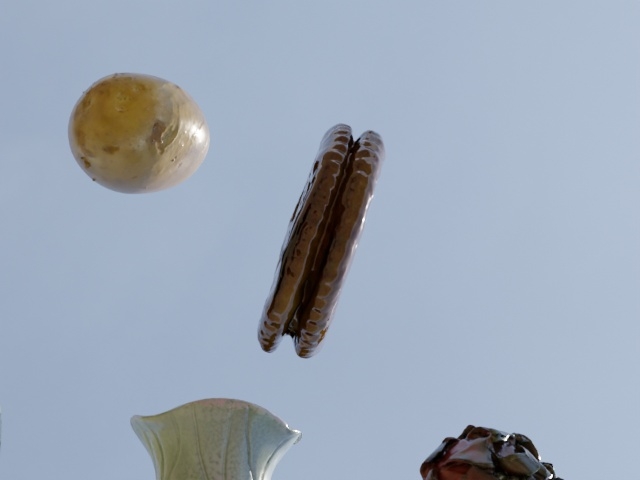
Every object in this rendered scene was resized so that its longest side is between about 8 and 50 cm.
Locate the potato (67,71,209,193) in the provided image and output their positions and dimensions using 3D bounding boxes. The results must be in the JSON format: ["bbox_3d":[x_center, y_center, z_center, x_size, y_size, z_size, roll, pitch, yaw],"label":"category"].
[{"bbox_3d":[-0.217,-0.121,1.577,0.150,0.234,0.146,29,-97,12],"label":"potato"}]

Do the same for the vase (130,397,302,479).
[{"bbox_3d":[-0.122,0.384,1.357,0.250,0.250,0.445,-11,-118,32],"label":"vase"}]

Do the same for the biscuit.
[{"bbox_3d":[0.000,0.000,1.192,0.066,0.220,0.220,17,-103,-1],"label":"biscuit"}]

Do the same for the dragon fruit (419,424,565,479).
[{"bbox_3d":[0.195,0.298,1.524,0.182,0.182,0.189,57,-38,38],"label":"dragon fruit"}]
